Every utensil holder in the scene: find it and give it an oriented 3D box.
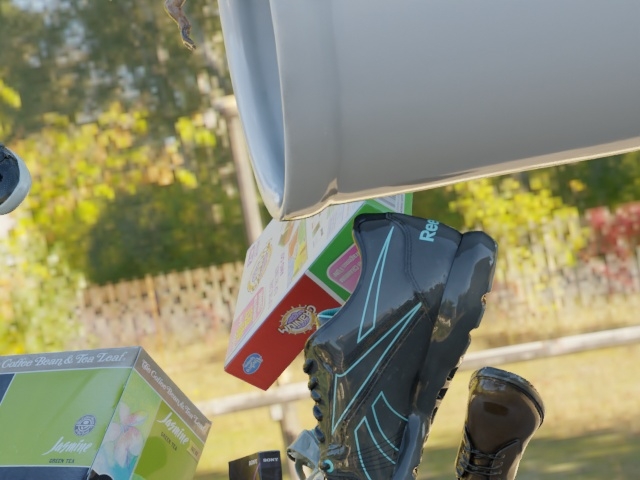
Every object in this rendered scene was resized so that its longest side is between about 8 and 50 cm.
[{"bbox_3d":[0.126,-0.207,1.082,0.386,0.327,0.327,-11,2,-8],"label":"utensil holder"}]

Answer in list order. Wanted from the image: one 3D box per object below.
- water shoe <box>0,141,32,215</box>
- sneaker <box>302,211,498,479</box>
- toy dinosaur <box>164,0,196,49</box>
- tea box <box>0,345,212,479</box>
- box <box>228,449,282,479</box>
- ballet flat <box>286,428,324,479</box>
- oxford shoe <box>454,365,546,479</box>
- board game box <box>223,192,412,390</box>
[{"bbox_3d":[-0.400,-0.099,1.585,0.203,0.073,0.080,42,4,39],"label":"water shoe"},{"bbox_3d":[0.034,0.107,0.971,0.106,0.267,0.101,20,4,2],"label":"sneaker"},{"bbox_3d":[-0.182,-0.385,1.809,0.296,0.200,0.127,31,-17,28],"label":"toy dinosaur"},{"bbox_3d":[-0.387,0.349,2.080,0.329,0.323,0.220,-6,-41,32],"label":"tea box"},{"bbox_3d":[-0.068,0.312,1.520,0.029,0.162,0.116,2,-15,-21],"label":"box"},{"bbox_3d":[0.008,0.339,2.027,0.068,0.072,0.213,-43,25,-6],"label":"ballet flat"},{"bbox_3d":[0.182,0.210,1.462,0.083,0.096,0.227,16,-33,16],"label":"oxford shoe"},{"bbox_3d":[0.000,0.000,1.725,0.316,0.064,0.242,-50,19,34],"label":"board game box"}]
